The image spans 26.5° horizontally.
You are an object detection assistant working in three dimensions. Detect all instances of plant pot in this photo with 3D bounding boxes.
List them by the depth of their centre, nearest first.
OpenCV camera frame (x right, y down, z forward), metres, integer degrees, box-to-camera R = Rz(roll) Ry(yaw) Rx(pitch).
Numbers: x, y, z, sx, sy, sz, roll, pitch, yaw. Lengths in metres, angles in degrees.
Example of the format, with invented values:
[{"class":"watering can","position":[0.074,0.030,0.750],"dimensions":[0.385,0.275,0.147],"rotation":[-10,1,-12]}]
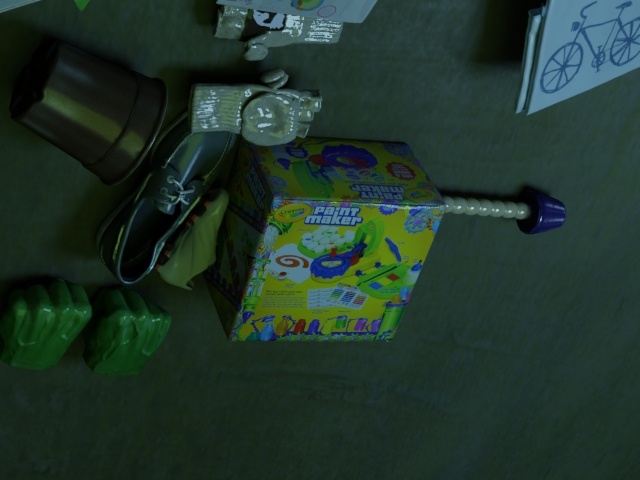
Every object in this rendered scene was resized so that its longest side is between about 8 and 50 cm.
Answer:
[{"class":"plant pot","position":[-0.323,-0.183,1.852],"dimensions":[0.165,0.167,0.167],"rotation":[27,114,-30]}]

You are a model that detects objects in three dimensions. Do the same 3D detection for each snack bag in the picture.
[{"class":"snack bag","position":[0.433,-0.374,2.037],"dimensions":[0.323,0.037,0.343],"rotation":[-24,137,-30]}]

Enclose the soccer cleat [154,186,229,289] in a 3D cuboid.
[{"class":"soccer cleat","position":[-0.185,-0.004,2.116],"dimensions":[0.076,0.068,0.196],"rotation":[30,121,-14]}]

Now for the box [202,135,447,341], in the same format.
[{"class":"box","position":[0.000,0.000,2.129],"dimensions":[0.289,0.177,0.279],"rotation":[2,127,-25]}]

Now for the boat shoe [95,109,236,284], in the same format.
[{"class":"boat shoe","position":[-0.220,-0.065,2.029],"dimensions":[0.116,0.099,0.319],"rotation":[27,113,-34]}]

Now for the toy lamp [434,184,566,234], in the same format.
[{"class":"toy lamp","position":[0.288,-0.052,2.281],"dimensions":[0.274,0.080,0.080],"rotation":[3,127,-24]}]

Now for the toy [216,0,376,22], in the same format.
[{"class":"toy","position":[-0.016,-0.369,1.857],"dimensions":[0.237,0.056,0.137],"rotation":[-2,150,-33]}]

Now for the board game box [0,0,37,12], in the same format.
[{"class":"board game box","position":[-0.316,-0.460,1.616],"dimensions":[0.318,0.066,0.318],"rotation":[-17,120,-3]}]

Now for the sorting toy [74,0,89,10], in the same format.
[{"class":"sorting toy","position":[-0.321,-0.432,1.709],"dimensions":[0.196,0.047,0.348],"rotation":[-29,134,2]}]

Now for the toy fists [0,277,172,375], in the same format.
[{"class":"toy fists","position":[-0.370,0.131,2.139],"dimensions":[0.279,0.096,0.142],"rotation":[10,134,-32]}]

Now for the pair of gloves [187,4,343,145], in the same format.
[{"class":"pair of gloves","position":[-0.073,-0.249,1.943],"dimensions":[0.204,0.042,0.240],"rotation":[6,113,-29]}]
